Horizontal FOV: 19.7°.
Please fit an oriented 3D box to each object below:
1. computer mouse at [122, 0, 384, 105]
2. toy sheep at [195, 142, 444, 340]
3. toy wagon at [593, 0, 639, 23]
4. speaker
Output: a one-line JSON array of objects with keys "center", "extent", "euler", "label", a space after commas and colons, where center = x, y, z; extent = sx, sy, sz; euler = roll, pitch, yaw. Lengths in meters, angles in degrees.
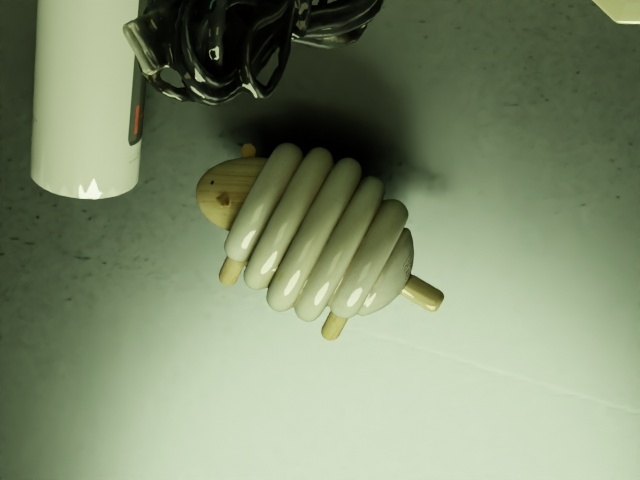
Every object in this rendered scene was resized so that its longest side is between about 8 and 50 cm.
[{"center": [-0.034, -0.203, 0.766], "extent": [0.072, 0.188, 0.272], "euler": [11, 112, 24], "label": "computer mouse"}, {"center": [0.000, 0.000, 0.896], "extent": [0.132, 0.091, 0.091], "euler": [25, 117, -2], "label": "toy sheep"}, {"center": [0.200, -0.241, 0.718], "extent": [0.267, 0.068, 0.344], "euler": [45, 119, 2], "label": "toy wagon"}, {"center": [-0.109, -0.090, 0.876], "extent": [0.055, 0.055, 0.136], "euler": [8, 117, 1], "label": "speaker"}]
